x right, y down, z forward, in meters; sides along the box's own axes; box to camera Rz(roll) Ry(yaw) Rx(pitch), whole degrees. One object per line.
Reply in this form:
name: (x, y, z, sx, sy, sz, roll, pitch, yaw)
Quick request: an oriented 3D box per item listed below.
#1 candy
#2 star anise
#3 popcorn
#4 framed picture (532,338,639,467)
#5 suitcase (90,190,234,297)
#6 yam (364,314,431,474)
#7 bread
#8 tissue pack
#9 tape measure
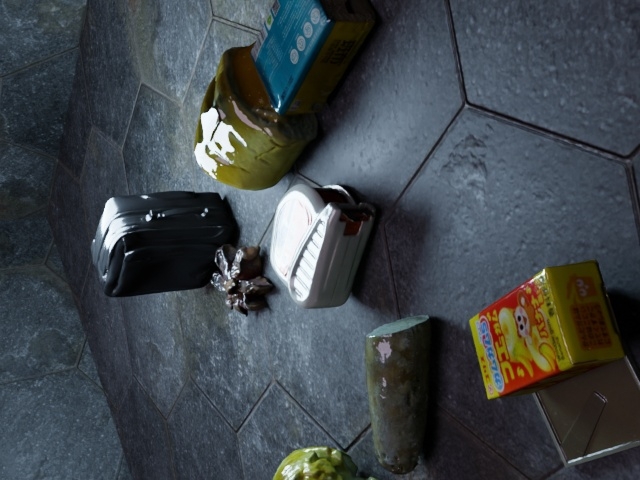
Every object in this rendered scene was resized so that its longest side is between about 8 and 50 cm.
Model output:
candy: (0.324, 0.141, 1.131, 0.276, 0.088, 0.146, 121, 140, -67)
star anise: (-0.216, 0.099, 2.015, 0.214, 0.099, 0.220, 54, 139, 21)
popcorn: (-0.005, 0.589, 1.683, 0.276, 0.226, 0.276, 7, 99, 56)
framed picture: (0.416, 0.252, 1.160, 0.203, 0.015, 0.150, -45, 60, 50)
suitcase: (-0.437, 0.003, 2.104, 0.339, 0.345, 0.188, -58, 45, 46)
yam: (0.153, 0.300, 1.480, 0.133, 0.133, 0.330, 19, 116, 54)
bread: (-0.186, -0.271, 1.787, 0.341, 0.210, 0.300, -42, 60, 53)
tissue pack: (-0.019, -0.415, 1.563, 0.271, 0.134, 0.192, -52, 55, 48)
tape measure: (0.000, 0.000, 1.639, 0.265, 0.130, 0.258, 48, 132, 48)
